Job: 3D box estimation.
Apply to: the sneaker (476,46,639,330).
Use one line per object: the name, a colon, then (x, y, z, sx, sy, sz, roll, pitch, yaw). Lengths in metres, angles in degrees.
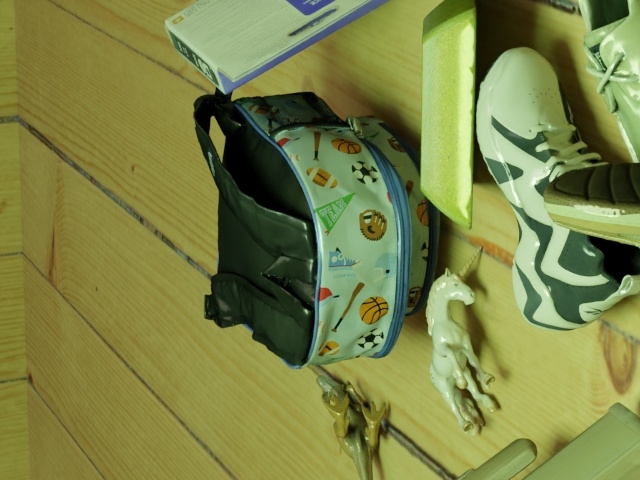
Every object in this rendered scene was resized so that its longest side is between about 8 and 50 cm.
sneaker: (0.207, -0.053, 1.391, 0.153, 0.094, 0.235, -22, 69, 58)

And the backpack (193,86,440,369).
backpack: (0.000, 0.000, 1.727, 0.263, 0.213, 0.276, -123, 28, -60)

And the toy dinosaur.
toy dinosaur: (0.043, 0.221, 1.892, 0.112, 0.064, 0.211, 84, 174, -52)

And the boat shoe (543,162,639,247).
boat shoe: (0.249, -0.008, 1.232, 0.190, 0.068, 0.072, 6, 126, 27)

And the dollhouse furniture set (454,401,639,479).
dollhouse furniture set: (0.253, 0.310, 1.414, 0.303, 0.198, 0.286, 53, 180, -6)

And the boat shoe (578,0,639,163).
boat shoe: (0.235, -0.144, 1.290, 0.109, 0.094, 0.302, 156, 104, -66)

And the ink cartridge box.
ink cartridge box: (-0.031, -0.224, 1.751, 0.208, 0.206, 0.045, 45, 163, 58)

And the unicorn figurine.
unicorn figurine: (0.128, 0.104, 1.645, 0.162, 0.060, 0.111, 105, 148, -40)

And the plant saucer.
plant saucer: (0.111, -0.121, 1.540, 0.188, 0.045, 0.188, -77, -12, -75)
